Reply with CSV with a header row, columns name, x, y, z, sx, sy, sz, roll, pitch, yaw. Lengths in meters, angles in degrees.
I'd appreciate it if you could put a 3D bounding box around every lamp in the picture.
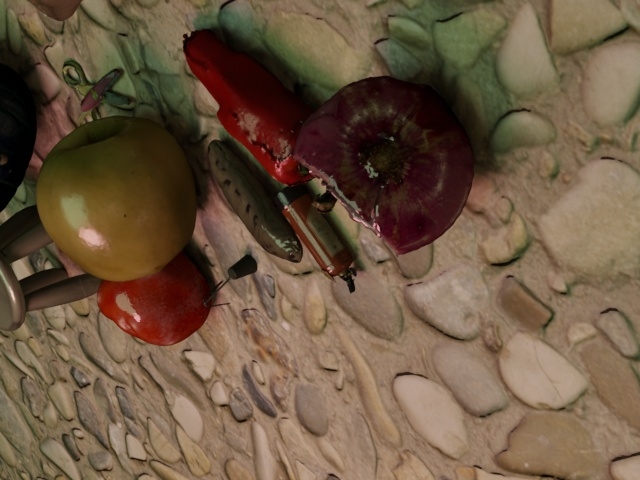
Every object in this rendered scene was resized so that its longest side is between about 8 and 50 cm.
name,x,y,z,sx,sy,sz,roll,pitch,yaw
lamp,-0.148,0.068,1.880,0.041,0.054,0.121,53,143,9

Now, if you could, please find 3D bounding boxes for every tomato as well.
name,x,y,z,sx,sy,sz,roll,pitch,yaw
tomato,-0.275,0.091,1.954,0.187,0.187,0.151,50,122,14

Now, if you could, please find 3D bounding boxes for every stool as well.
name,x,y,z,sx,sy,sz,roll,pitch,yaw
stool,-0.555,0.050,2.232,0.195,0.199,0.195,4,115,48

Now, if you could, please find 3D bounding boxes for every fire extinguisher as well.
name,x,y,z,sx,sy,sz,roll,pitch,yaw
fire extinguisher,0.000,0.000,1.659,0.177,0.050,0.062,55,-172,7

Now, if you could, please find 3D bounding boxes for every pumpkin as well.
name,x,y,z,sx,sy,sz,roll,pitch,yaw
pumpkin,-0.671,-0.168,2.097,0.363,0.266,0.363,-39,38,40

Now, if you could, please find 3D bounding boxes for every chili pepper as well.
name,x,y,z,sx,sy,sz,roll,pitch,yaw
chili pepper,-0.082,-0.176,1.601,0.387,0.110,0.110,46,142,26

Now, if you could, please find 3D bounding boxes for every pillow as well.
name,x,y,z,sx,sy,sz,roll,pitch,yaw
pillow,-0.098,-0.046,1.740,0.241,0.051,0.093,51,160,23

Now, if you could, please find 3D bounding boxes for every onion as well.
name,x,y,z,sx,sy,sz,roll,pitch,yaw
onion,0.086,-0.100,1.388,0.207,0.201,0.200,49,143,31

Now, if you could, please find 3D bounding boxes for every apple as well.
name,x,y,z,sx,sy,sz,roll,pitch,yaw
apple,-0.314,-0.070,1.832,0.262,0.262,0.262,29,134,35

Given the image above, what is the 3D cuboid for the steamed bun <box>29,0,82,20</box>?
name,x,y,z,sx,sy,sz,roll,pitch,yaw
steamed bun,-0.442,-0.501,1.693,0.324,0.219,0.310,41,178,31

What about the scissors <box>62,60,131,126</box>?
name,x,y,z,sx,sy,sz,roll,pitch,yaw
scissors,-0.374,-0.246,1.961,0.187,0.020,0.133,-3,107,52
